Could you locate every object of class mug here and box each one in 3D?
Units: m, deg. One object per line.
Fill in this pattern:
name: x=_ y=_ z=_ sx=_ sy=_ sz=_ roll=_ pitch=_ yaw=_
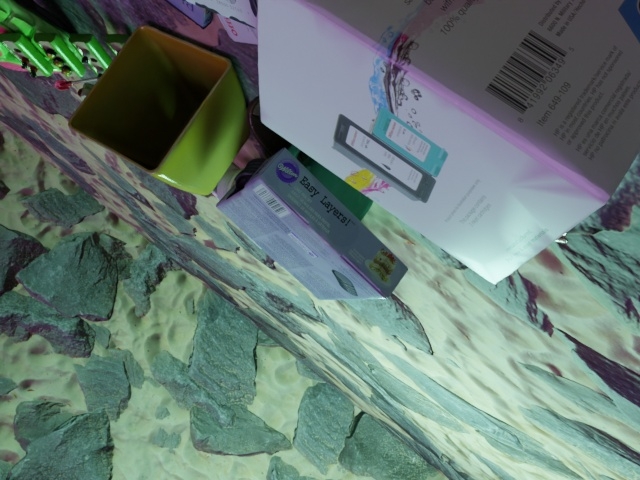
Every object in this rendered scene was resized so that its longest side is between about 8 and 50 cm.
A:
mug: x=0.020 y=-0.087 z=0.910 sx=0.129 sy=0.097 sz=0.157 roll=32 pitch=159 yaw=17

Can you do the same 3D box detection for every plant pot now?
plant pot: x=-0.242 y=-0.196 z=0.995 sx=0.212 sy=0.212 sz=0.187 roll=29 pitch=171 yaw=26

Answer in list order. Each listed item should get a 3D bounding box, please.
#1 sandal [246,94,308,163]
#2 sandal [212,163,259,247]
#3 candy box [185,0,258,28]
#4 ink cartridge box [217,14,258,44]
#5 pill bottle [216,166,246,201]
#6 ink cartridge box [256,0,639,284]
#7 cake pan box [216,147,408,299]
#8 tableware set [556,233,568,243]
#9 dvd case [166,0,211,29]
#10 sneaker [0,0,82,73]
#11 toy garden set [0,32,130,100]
sandal: x=-0.067 y=-0.149 z=0.948 sx=0.060 sy=0.090 sz=0.219 roll=44 pitch=170 yaw=41
sandal: x=-0.149 y=-0.070 z=1.259 sx=0.265 sy=0.102 sz=0.076 roll=46 pitch=162 yaw=4
candy box: x=-0.083 y=-0.292 z=0.530 sx=0.196 sy=0.165 sz=0.070 roll=29 pitch=158 yaw=25
ink cartridge box: x=-0.058 y=-0.280 z=0.665 sx=0.150 sy=0.063 sz=0.109 roll=23 pitch=156 yaw=38
pill bottle: x=-0.113 y=-0.084 z=1.125 sx=0.187 sy=0.112 sz=0.112 roll=16 pitch=151 yaw=45
ink cartridge box: x=0.111 y=-0.139 z=0.483 sx=0.270 sy=0.198 sz=0.197 roll=36 pitch=161 yaw=8
cake pan box: x=-0.029 y=-0.011 z=0.914 sx=0.267 sy=0.070 sz=0.246 roll=43 pitch=158 yaw=-12
tableware set: x=0.229 y=-0.054 z=0.732 sx=0.141 sy=0.020 sz=0.168 roll=19 pitch=154 yaw=43
dvd case: x=-0.210 y=-0.398 z=0.733 sx=0.180 sy=0.022 sz=0.253 roll=37 pitch=161 yaw=2
sneaker: x=-0.613 y=-0.480 z=1.069 sx=0.185 sy=0.202 sz=0.483 roll=-6 pitch=156 yaw=25
toy garden set: x=-0.443 y=-0.311 z=1.124 sx=0.244 sy=0.049 sz=0.204 roll=3 pitch=162 yaw=8
